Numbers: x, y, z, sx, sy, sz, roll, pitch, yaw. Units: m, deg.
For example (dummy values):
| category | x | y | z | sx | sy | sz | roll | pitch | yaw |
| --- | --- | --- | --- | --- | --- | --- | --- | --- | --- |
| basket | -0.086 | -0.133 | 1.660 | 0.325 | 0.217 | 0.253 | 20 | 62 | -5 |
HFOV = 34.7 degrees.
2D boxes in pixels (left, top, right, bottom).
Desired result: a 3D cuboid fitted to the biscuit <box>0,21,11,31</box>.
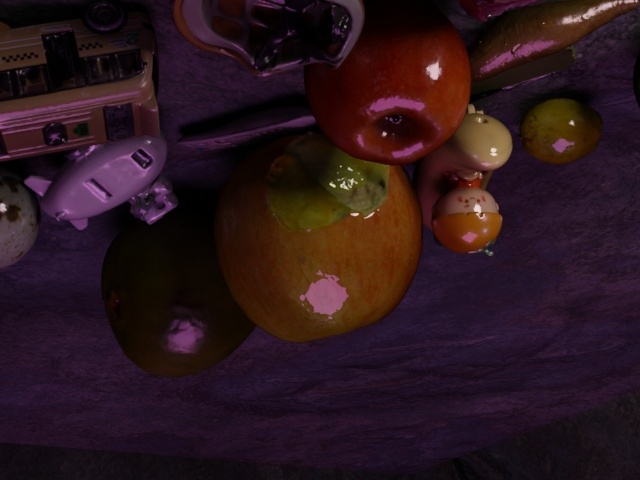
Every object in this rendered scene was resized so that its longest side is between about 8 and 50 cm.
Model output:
| category | x | y | z | sx | sy | sz | roll | pitch | yaw |
| --- | --- | --- | --- | --- | --- | --- | --- | --- | --- |
| biscuit | -0.473 | -0.268 | 1.311 | 0.118 | 0.023 | 0.140 | -20 | 151 | 28 |

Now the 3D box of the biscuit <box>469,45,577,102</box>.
| category | x | y | z | sx | sy | sz | roll | pitch | yaw |
| --- | --- | --- | --- | --- | --- | --- | --- | --- | --- |
| biscuit | 0.213 | -0.232 | 1.501 | 0.322 | 0.038 | 0.099 | -14 | 166 | 20 |

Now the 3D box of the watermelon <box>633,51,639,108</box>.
| category | x | y | z | sx | sy | sz | roll | pitch | yaw |
| --- | --- | --- | --- | --- | --- | --- | --- | --- | --- |
| watermelon | 0.545 | -0.222 | 1.430 | 0.215 | 0.188 | 0.188 | 19 | 146 | -30 |

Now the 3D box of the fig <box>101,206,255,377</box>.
| category | x | y | z | sx | sy | sz | roll | pitch | yaw |
| --- | --- | --- | --- | --- | --- | --- | --- | --- | --- |
| fig | -0.218 | 0.080 | 1.800 | 0.316 | 0.316 | 0.316 | -5 | 154 | -2 |

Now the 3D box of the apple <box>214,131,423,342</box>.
| category | x | y | z | sx | sy | sz | roll | pitch | yaw |
| --- | --- | --- | --- | --- | --- | --- | --- | --- | --- |
| apple | 0.000 | 0.000 | 1.610 | 0.340 | 0.339 | 0.339 | -5 | 154 | -2 |

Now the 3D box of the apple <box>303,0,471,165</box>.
| category | x | y | z | sx | sy | sz | roll | pitch | yaw |
| --- | --- | --- | --- | --- | --- | --- | --- | --- | --- |
| apple | 0.087 | -0.214 | 1.343 | 0.218 | 0.201 | 0.218 | -2 | 147 | -2 |

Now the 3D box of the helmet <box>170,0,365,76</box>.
| category | x | y | z | sx | sy | sz | roll | pitch | yaw |
| --- | --- | --- | --- | --- | --- | --- | --- | --- | --- |
| helmet | -0.054 | -0.298 | 1.214 | 0.224 | 0.130 | 0.198 | 6 | 151 | 10 |

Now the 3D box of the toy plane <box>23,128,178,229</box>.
| category | x | y | z | sx | sy | sz | roll | pitch | yaw |
| --- | --- | --- | --- | --- | --- | --- | --- | --- | --- |
| toy plane | -0.334 | -0.105 | 1.562 | 0.252 | 0.118 | 0.252 | 2 | 133 | 2 |

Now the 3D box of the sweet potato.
| category | x | y | z | sx | sy | sz | roll | pitch | yaw |
| --- | --- | --- | --- | --- | --- | --- | --- | --- | --- |
| sweet potato | 0.305 | -0.289 | 1.382 | 0.244 | 0.077 | 0.077 | -23 | 150 | 17 |

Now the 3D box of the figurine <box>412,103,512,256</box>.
| category | x | y | z | sx | sy | sz | roll | pitch | yaw |
| --- | --- | --- | --- | --- | --- | --- | --- | --- | --- |
| figurine | 0.217 | -0.083 | 1.576 | 0.124 | 0.222 | 0.324 | 0 | 170 | -7 |

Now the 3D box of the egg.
| category | x | y | z | sx | sy | sz | roll | pitch | yaw |
| --- | --- | --- | --- | --- | --- | --- | --- | --- | --- |
| egg | -0.536 | -0.031 | 1.628 | 0.169 | 0.169 | 0.231 | 8 | 165 | -27 |

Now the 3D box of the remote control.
| category | x | y | z | sx | sy | sz | roll | pitch | yaw |
| --- | --- | --- | --- | --- | --- | --- | --- | --- | --- |
| remote control | -0.109 | -0.173 | 1.564 | 0.229 | 0.044 | 0.073 | -8 | 174 | 21 |

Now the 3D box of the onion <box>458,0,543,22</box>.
| category | x | y | z | sx | sy | sz | roll | pitch | yaw |
| --- | --- | --- | --- | --- | --- | --- | --- | --- | --- |
| onion | 0.244 | -0.351 | 1.154 | 0.230 | 0.163 | 0.230 | -24 | 177 | -2 |

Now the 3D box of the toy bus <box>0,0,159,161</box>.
| category | x | y | z | sx | sy | sz | roll | pitch | yaw |
| --- | --- | --- | --- | --- | --- | --- | --- | --- | --- |
| toy bus | -0.344 | -0.192 | 1.305 | 0.289 | 0.157 | 0.139 | -11 | 156 | -14 |

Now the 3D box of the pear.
| category | x | y | z | sx | sy | sz | roll | pitch | yaw |
| --- | --- | --- | --- | --- | --- | --- | --- | --- | --- |
| pear | 0.373 | -0.170 | 1.603 | 0.131 | 0.107 | 0.107 | 0 | 155 | 10 |
